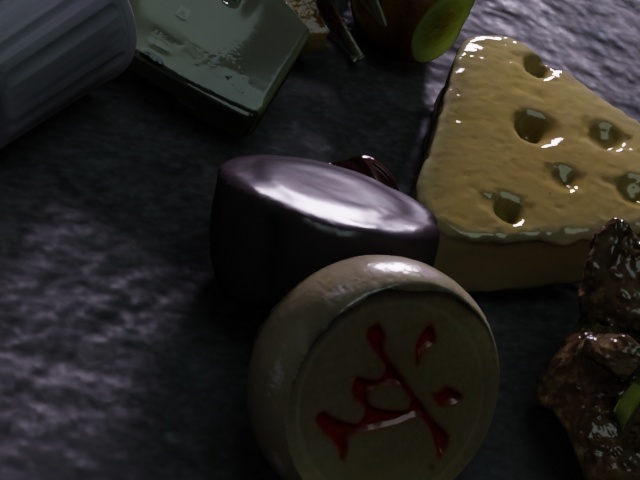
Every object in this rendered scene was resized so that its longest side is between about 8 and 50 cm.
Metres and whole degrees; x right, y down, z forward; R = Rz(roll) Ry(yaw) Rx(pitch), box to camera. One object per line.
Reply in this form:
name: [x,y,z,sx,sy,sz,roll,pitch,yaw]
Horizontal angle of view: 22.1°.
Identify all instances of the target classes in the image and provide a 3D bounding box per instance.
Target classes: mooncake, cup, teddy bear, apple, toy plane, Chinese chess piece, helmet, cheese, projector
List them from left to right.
cup: [-0.337,-0.213,1.708,0.221,0.167,0.202,33,46,13]
projector: [-0.156,-0.251,1.866,0.269,0.088,0.193,31,60,-2]
toy plane: [-0.003,-0.343,2.010,0.104,0.242,0.256,-24,31,-17]
mooncake: [0.000,0.000,1.676,0.245,0.133,0.245,9,16,-3]
helmet: [0.050,-0.065,1.865,0.111,0.057,0.089,46,47,14]
Chinese chess piece: [0.050,0.136,1.552,0.250,0.249,0.103,3,14,-28]
apple: [0.123,-0.308,2.065,0.147,0.146,0.163,3,48,-33]
cheese: [0.289,-0.067,1.927,0.384,0.104,0.384,8,44,-8]
teddy bear: [0.353,0.155,1.722,0.246,0.222,0.296,24,22,-50]

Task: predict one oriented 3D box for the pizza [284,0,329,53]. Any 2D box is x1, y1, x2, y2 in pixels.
pizza: [-0.098,-0.292,1.976,0.246,0.058,0.127,23,70,2]
